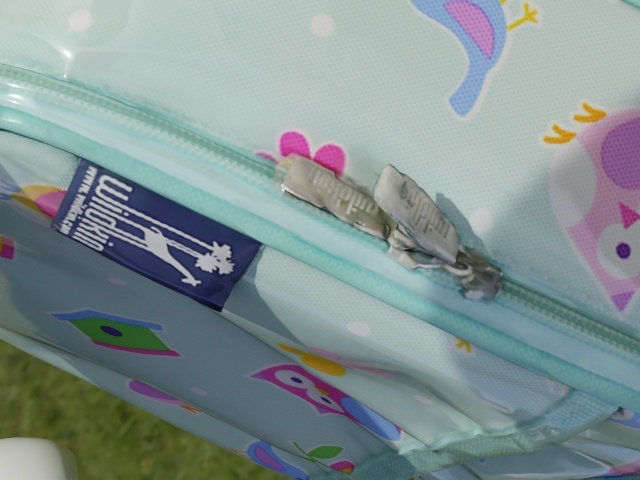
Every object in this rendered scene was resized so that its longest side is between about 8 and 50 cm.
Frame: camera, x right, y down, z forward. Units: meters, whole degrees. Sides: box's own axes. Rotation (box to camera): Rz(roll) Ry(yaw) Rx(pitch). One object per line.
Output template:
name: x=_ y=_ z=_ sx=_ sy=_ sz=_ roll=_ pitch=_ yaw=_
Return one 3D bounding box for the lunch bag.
lunch bag: x=0.000 y=0.000 z=0.473 sx=0.224 sy=0.108 sz=0.279 roll=27 pitch=164 yaw=-8

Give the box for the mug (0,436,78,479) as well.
mug: x=-0.135 y=0.268 z=0.705 sx=0.276 sy=0.328 sz=0.374 roll=4 pitch=101 yaw=-7
